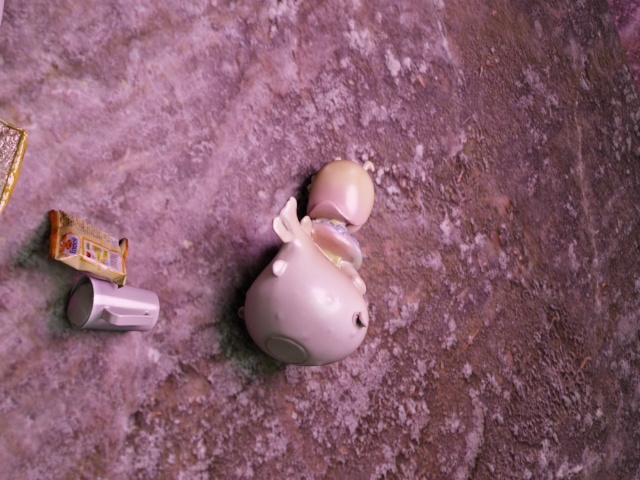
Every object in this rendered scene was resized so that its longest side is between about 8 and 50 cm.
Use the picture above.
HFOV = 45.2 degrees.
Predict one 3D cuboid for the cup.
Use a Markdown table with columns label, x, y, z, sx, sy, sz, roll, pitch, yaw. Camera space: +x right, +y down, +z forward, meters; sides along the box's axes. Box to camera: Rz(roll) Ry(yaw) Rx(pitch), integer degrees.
| label | x | y | z | sx | sy | sz | roll | pitch | yaw |
| --- | --- | --- | --- | --- | --- | --- | --- | --- | --- |
| cup | -0.286 | 0.098 | 1.084 | 0.116 | 0.104 | 0.074 | 15 | 93 | -41 |

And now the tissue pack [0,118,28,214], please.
| label | x | y | z | sx | sy | sz | roll | pitch | yaw |
| --- | --- | --- | --- | --- | --- | --- | --- | --- | --- |
| tissue pack | -0.426 | -0.079 | 0.942 | 0.082 | 0.169 | 0.120 | 22 | 72 | -30 |

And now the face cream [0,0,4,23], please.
| label | x | y | z | sx | sy | sz | roll | pitch | yaw |
| --- | --- | --- | --- | --- | --- | --- | --- | --- | --- |
| face cream | -0.440 | -0.377 | 1.002 | 0.101 | 0.101 | 0.252 | 2 | 84 | -39 |

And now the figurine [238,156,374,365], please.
| label | x | y | z | sx | sy | sz | roll | pitch | yaw |
| --- | --- | --- | --- | --- | --- | --- | --- | --- | --- |
| figurine | 0.000 | 0.000 | 1.262 | 0.275 | 0.226 | 0.394 | 66 | 37 | -48 |

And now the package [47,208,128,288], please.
| label | x | y | z | sx | sy | sz | roll | pitch | yaw |
| --- | --- | --- | --- | --- | --- | --- | --- | --- | --- |
| package | -0.322 | 0.011 | 1.074 | 0.120 | 0.031 | 0.108 | 28 | 26 | -34 |
